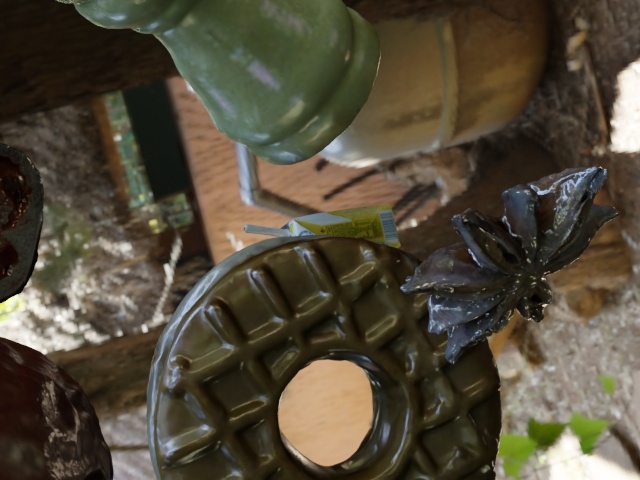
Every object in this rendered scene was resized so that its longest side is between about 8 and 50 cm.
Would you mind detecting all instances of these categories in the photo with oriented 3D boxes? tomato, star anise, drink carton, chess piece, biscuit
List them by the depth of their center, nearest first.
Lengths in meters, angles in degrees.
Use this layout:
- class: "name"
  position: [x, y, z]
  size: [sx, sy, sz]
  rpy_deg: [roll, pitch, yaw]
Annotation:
- class: "star anise"
  position: [0.151, 0.011, 0.770]
  size: [0.065, 0.182, 0.195]
  rpy_deg: [58, 180, 40]
- class: "biscuit"
  position: [0.006, 0.151, 0.879]
  size: [0.103, 0.332, 0.332]
  rpy_deg: [161, 94, -73]
- class: "chess piece"
  position: [-0.149, -0.280, 1.194]
  size: [0.442, 0.234, 0.234]
  rpy_deg: [29, -154, -42]
- class: "drink carton"
  position: [0.000, 0.000, 1.294]
  size: [0.084, 0.200, 0.074]
  rpy_deg: [154, 105, -66]
- class: "tomato"
  position: [-0.476, -0.025, 1.297]
  size: [0.155, 0.180, 0.214]
  rpy_deg: [8, 81, 38]

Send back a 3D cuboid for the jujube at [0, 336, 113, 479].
- class: "jujube"
  position: [-0.182, 0.138, 0.493]
  size: [0.243, 0.183, 0.183]
  rpy_deg: [157, 98, -73]
